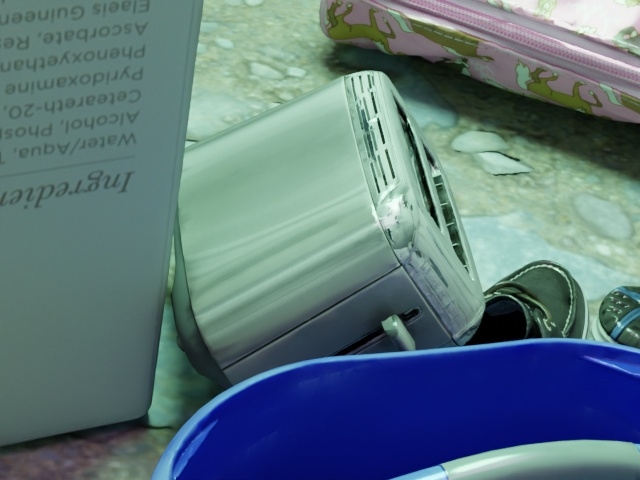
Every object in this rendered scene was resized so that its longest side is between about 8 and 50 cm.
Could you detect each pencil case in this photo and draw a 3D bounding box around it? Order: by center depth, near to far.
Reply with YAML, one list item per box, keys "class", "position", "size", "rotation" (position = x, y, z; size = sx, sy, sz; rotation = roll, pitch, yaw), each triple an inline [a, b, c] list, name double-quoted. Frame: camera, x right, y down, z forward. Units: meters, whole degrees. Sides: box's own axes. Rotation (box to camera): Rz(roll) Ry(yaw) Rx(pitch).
- class: "pencil case"
  position: [0.185, -0.162, 1.197]
  size: [0.386, 0.167, 0.160]
  rotation: [22, 74, 15]

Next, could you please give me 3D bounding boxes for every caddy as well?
- class: "caddy"
  position: [0.083, 0.157, 0.744]
  size: [0.341, 0.179, 0.241]
  rotation: [-4, 41, -18]

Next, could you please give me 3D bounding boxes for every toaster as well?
- class: "toaster"
  position: [0.000, 0.000, 0.929]
  size: [0.146, 0.129, 0.227]
  rotation: [-26, 36, 12]

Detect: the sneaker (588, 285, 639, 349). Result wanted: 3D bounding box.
- class: "sneaker"
  position: [0.233, 0.081, 0.964]
  size: [0.211, 0.081, 0.080]
  rotation: [12, 32, -28]

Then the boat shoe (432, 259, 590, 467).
- class: "boat shoe"
  position: [0.102, 0.065, 0.948]
  size: [0.080, 0.076, 0.228]
  rotation: [27, 41, 20]

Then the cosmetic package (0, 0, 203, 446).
- class: "cosmetic package"
  position: [-0.271, -0.121, 0.838]
  size: [0.327, 0.394, 0.329]
  rotation: [-10, 42, -25]
